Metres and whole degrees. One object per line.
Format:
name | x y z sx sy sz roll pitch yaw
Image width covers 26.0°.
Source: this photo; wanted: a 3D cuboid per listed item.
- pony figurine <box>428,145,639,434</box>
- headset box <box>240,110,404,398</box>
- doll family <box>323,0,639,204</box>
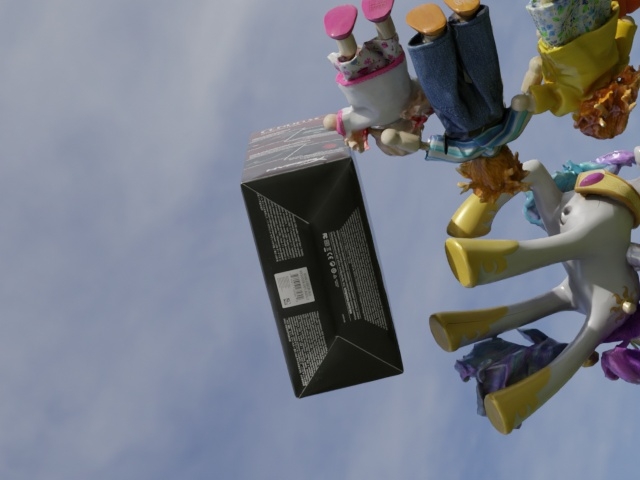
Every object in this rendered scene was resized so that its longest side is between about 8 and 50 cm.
pony figurine | 0.296 0.043 1.412 0.363 0.303 0.351 -27 -60 -19
headset box | 0.000 0.000 1.398 0.293 0.110 0.218 -94 -10 -76
doll family | 0.132 -0.111 0.973 0.118 0.263 0.163 -111 -3 -48
